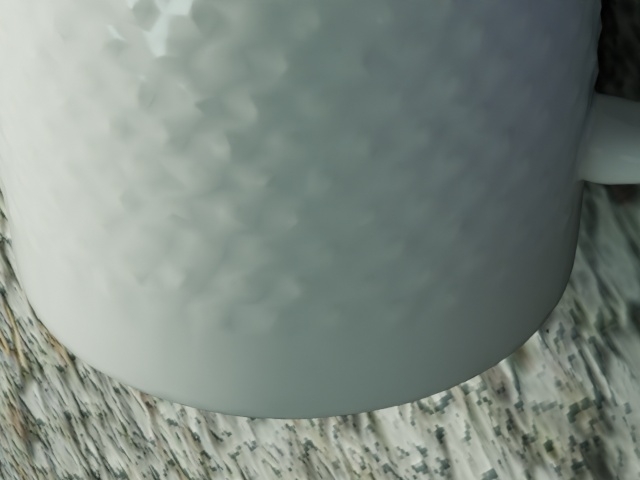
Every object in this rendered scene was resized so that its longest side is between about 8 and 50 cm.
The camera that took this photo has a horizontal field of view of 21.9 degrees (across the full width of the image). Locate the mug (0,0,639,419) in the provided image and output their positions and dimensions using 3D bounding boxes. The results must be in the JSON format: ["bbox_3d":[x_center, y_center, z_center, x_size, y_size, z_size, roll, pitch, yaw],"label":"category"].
[{"bbox_3d":[0.032,-0.127,0.705,0.374,0.276,0.328,8,129,12],"label":"mug"}]
